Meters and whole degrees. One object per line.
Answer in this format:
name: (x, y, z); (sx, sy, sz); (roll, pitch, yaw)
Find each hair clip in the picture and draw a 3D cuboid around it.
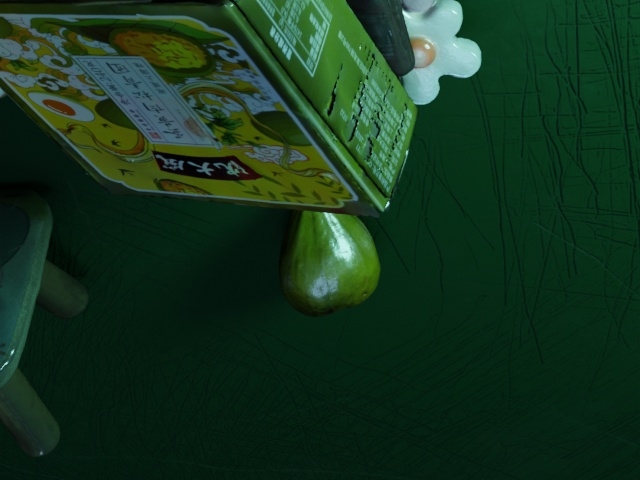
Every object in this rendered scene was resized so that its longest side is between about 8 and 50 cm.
hair clip: (0.100, -0.256, 1.737); (0.146, 0.075, 0.257); (11, 142, 16)

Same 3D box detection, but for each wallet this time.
wallet: (-0.023, -0.247, 1.728); (0.229, 0.049, 0.182); (6, 139, 26)

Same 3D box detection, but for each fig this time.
fig: (-0.004, 0.016, 2.063); (0.133, 0.127, 0.185); (0, 148, 28)

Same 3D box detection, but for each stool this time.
stool: (-0.475, 0.115, 2.095); (0.310, 0.310, 0.226); (-2, 142, 14)

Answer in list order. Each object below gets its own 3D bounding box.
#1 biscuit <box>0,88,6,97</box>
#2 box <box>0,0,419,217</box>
biscuit: (-0.470, -0.269, 1.797); (0.343, 0.057, 0.287); (17, 141, -16)
box: (-0.147, -0.187, 1.686); (0.373, 0.138, 0.420); (4, 154, 27)
